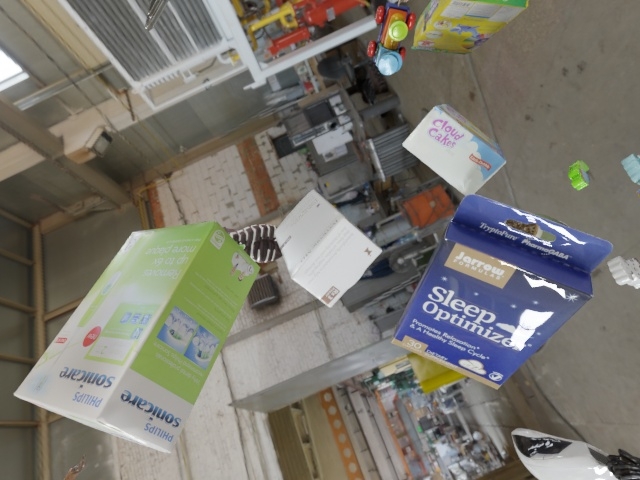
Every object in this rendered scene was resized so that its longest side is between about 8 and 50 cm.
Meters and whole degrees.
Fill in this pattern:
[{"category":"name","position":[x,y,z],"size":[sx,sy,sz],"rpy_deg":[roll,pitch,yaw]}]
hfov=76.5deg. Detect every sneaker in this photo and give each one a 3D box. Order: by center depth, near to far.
[{"category":"sneaker","position":[0.285,0.001,0.621],"size":[0.192,0.086,0.064],"rpy_deg":[154,120,-70]},{"category":"sneaker","position":[-0.228,-0.012,1.083],"size":[0.163,0.282,0.106],"rpy_deg":[27,110,42]}]

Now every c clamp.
[{"category":"c clamp","position":[-0.197,-0.366,0.549],"size":[0.022,0.161,0.137],"rpy_deg":[18,-128,-40]}]

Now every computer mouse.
[{"category":"computer mouse","position":[0.249,0.215,0.369],"size":[0.106,0.042,0.193],"rpy_deg":[31,158,-1]}]

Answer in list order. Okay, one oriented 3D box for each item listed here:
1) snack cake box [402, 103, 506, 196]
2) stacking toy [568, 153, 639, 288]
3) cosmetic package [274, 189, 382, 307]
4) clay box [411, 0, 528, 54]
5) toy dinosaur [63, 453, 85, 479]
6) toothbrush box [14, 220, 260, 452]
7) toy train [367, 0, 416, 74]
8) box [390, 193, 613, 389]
[{"category":"snack cake box","position":[0.267,-0.187,0.798],"size":[0.152,0.089,0.264],"rpy_deg":[41,-152,3]},{"category":"stacking toy","position":[0.442,-0.063,0.532],"size":[0.167,0.052,0.220],"rpy_deg":[131,141,-51]},{"category":"cosmetic package","position":[0.000,0.000,0.666],"size":[0.086,0.117,0.231],"rpy_deg":[39,-176,-19]},{"category":"clay box","position":[0.256,-0.402,0.739],"size":[0.222,0.128,0.053],"rpy_deg":[-127,42,-82]},{"category":"toy dinosaur","position":[-0.524,0.488,0.687],"size":[0.127,0.201,0.295],"rpy_deg":[52,128,53]},{"category":"toothbrush box","position":[-0.246,0.120,0.584],"size":[0.122,0.207,0.283],"rpy_deg":[53,-134,-39]},{"category":"toy train","position":[0.197,-0.564,1.046],"size":[0.143,0.105,0.247],"rpy_deg":[-84,5,-48]},{"category":"box","position":[0.170,0.066,0.426],"size":[0.036,0.137,0.225],"rpy_deg":[-57,-15,-45]}]
